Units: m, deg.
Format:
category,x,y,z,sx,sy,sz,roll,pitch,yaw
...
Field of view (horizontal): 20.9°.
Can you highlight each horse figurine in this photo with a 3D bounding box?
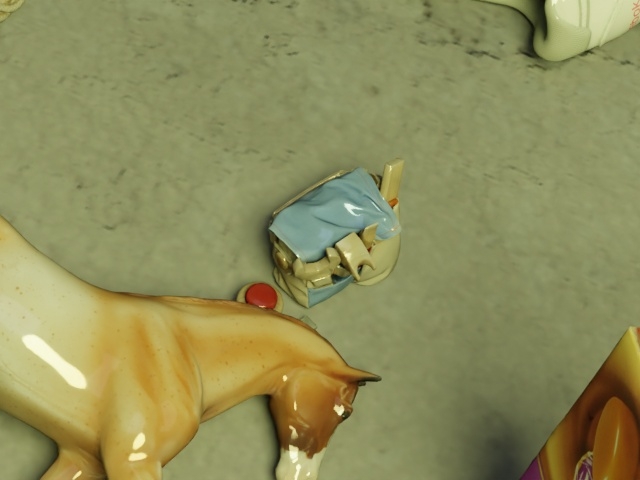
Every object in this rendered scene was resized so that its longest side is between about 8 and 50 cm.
category,x,y,z,sx,sy,sz,roll,pitch,yaw
horse figurine,-0.125,0.052,0.628,0.263,0.066,0.174,26,62,4

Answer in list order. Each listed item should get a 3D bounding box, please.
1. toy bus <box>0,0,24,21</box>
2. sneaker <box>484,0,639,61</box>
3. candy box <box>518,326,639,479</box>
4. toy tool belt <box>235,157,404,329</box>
category,x,y,z,sx,sy,sz,roll,pitch,yaw
toy bus,-0.245,-0.121,0.689,0.104,0.202,0.191,14,57,36
sneaker,0.070,-0.177,0.805,0.115,0.090,0.232,-33,68,-24
candy box,0.100,0.119,0.553,0.053,0.187,0.109,-2,57,-16
toy tool belt,0.000,0.000,0.694,0.083,0.051,0.052,-36,70,-28
